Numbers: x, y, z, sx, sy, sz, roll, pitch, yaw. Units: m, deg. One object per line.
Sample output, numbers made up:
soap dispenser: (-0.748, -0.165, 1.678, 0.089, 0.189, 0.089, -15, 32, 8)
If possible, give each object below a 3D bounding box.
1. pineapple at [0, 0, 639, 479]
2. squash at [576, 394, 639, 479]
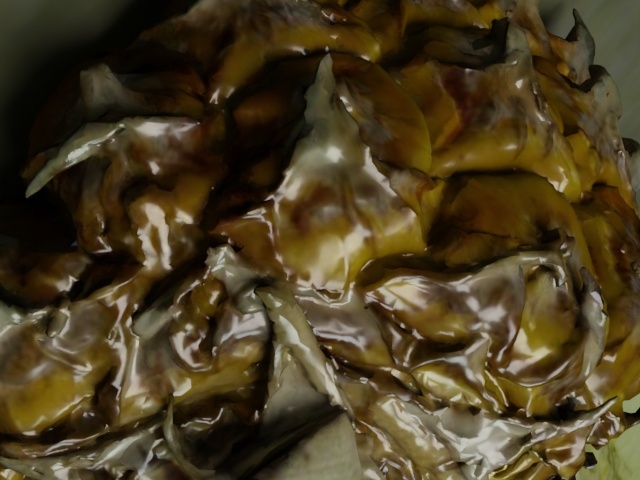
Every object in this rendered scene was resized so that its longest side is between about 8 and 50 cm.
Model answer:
pineapple: (0.004, 0.002, 0.443, 0.334, 0.158, 0.161, -29, 133, -23)
squash: (0.098, 0.118, 0.638, 0.220, 0.133, 0.220, -22, 125, -35)
